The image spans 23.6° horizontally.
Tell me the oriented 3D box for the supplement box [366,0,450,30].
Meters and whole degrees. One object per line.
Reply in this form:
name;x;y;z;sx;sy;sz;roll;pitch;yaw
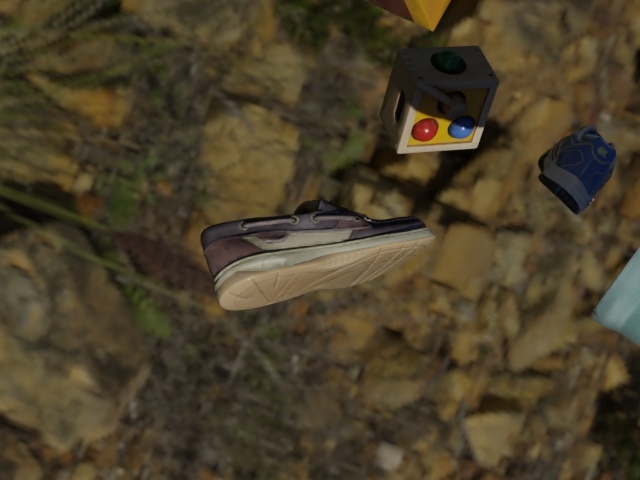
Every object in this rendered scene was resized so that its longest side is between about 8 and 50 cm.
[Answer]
supplement box;0.032;-0.310;1.352;0.129;0.194;0.191;-60;160;-6

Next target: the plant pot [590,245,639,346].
plant pot;0.413;0.015;1.401;0.293;0.196;0.293;-48;168;-14

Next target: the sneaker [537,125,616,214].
sneaker;0.296;-0.084;1.723;0.081;0.080;0.211;-47;-176;12

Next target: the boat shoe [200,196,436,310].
boat shoe;0.000;0.000;1.603;0.285;0.092;0.103;-13;159;-37

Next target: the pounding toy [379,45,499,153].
pounding toy;0.142;-0.173;1.858;0.141;0.130;0.100;105;-28;-44
